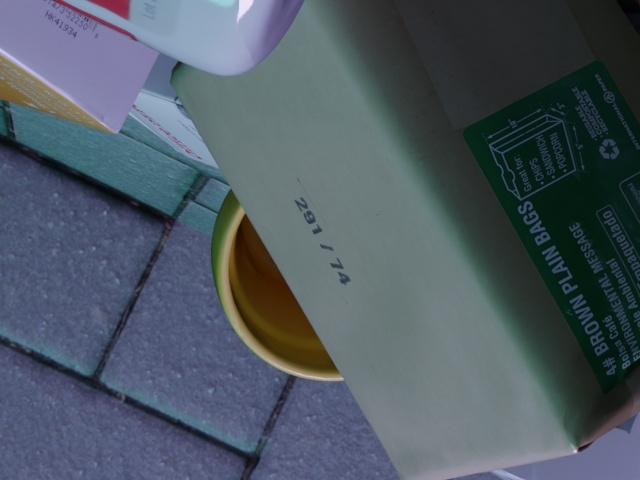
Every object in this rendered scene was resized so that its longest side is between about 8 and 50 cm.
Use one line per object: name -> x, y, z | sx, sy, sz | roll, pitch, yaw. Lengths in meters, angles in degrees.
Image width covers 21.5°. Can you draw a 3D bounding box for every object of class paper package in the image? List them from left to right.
paper package -> 0.076, -0.037, 1.004 | 0.325, 0.168, 0.309 | 60, 162, 2

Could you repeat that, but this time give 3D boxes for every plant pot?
plant pot -> 0.000, 0.000, 1.841 | 0.254, 0.254, 0.239 | 27, -173, -14

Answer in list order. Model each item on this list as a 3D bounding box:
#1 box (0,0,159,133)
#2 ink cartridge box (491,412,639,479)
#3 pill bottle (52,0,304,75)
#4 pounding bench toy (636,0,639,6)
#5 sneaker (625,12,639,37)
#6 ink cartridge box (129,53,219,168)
box -> -0.313, -0.240, 1.450 | 0.345, 0.168, 0.215 | 18, 169, 42
ink cartridge box -> 0.327, 0.162, 1.714 | 0.197, 0.270, 0.198 | 19, 170, 37
pill bottle -> -0.168, -0.253, 0.738 | 0.408, 0.229, 0.229 | 25, 172, 0
pounding bench toy -> 0.197, -0.147, 0.892 | 0.083, 0.065, 0.052 | 30, 170, -32
sneaker -> 0.210, -0.075, 1.104 | 0.127, 0.126, 0.321 | 39, 177, -37
ink cartridge box -> -0.035, -0.123, 1.517 | 0.289, 0.121, 0.211 | 21, 170, 29
